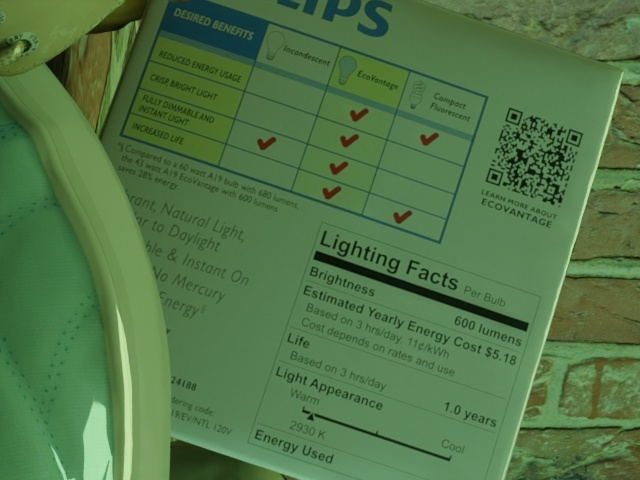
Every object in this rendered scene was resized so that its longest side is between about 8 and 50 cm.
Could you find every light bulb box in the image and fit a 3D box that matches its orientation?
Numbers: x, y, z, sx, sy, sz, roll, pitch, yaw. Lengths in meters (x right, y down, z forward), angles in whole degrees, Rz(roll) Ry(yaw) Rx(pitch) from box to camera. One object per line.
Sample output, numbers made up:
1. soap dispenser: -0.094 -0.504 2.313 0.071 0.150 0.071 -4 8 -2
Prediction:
1. light bulb box: 0.000 0.000 0.952 0.225 0.358 0.361 118 -9 -82

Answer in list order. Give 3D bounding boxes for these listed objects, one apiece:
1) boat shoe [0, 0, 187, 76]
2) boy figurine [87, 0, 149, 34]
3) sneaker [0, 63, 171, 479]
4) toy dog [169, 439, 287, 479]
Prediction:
1. boat shoe: -0.101 -0.103 0.353 0.324 0.123 0.116 -33 137 -63
2. boy figurine: -0.172 -0.254 0.998 0.177 0.092 0.285 94 -3 -46
3. sneaker: -0.132 0.079 0.373 0.150 0.135 0.365 17 56 -64
4. toy dog: -0.092 0.360 1.028 0.395 0.285 0.407 95 -7 -54
